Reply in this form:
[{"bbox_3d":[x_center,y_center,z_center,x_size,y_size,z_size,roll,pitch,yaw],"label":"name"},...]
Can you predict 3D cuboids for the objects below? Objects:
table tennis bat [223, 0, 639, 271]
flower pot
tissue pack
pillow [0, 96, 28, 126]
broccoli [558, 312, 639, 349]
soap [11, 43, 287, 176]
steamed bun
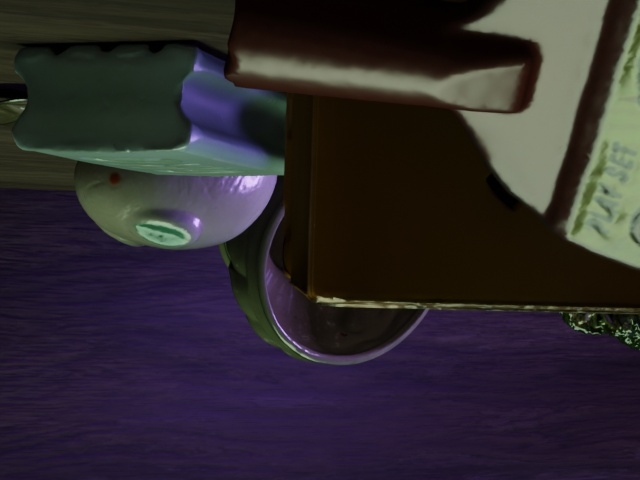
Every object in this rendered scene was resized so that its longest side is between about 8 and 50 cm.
[{"bbox_3d":[0.163,-0.073,0.621,0.415,0.051,0.268,8,142,2],"label":"table tennis bat"},{"bbox_3d":[0.000,0.000,1.803,0.307,0.307,0.244,2,-165,-26],"label":"flower pot"},{"bbox_3d":[0.121,-0.055,0.788,0.275,0.194,0.145,2,179,-8],"label":"tissue pack"},{"bbox_3d":[-0.262,-0.131,1.398,0.217,0.033,0.130,0,175,-42],"label":"pillow"},{"bbox_3d":[0.487,0.008,2.042,0.321,0.303,0.283,22,137,7],"label":"broccoli"},{"bbox_3d":[-0.132,-0.107,1.159,0.160,0.087,0.265,1,178,16],"label":"soap"},{"bbox_3d":[-0.156,-0.055,1.463,0.228,0.130,0.177,-8,-176,-40],"label":"steamed bun"}]
